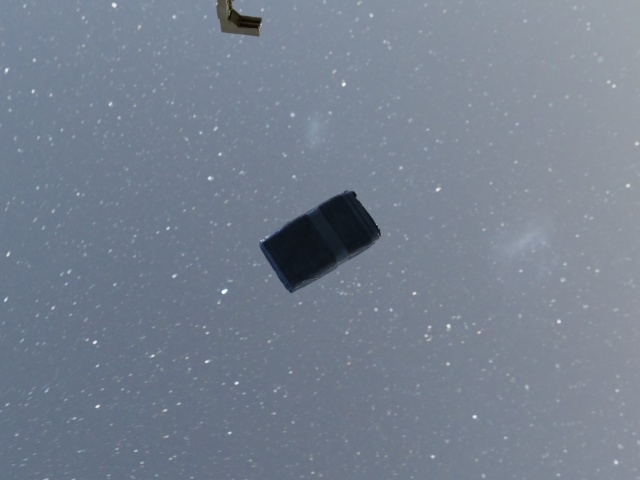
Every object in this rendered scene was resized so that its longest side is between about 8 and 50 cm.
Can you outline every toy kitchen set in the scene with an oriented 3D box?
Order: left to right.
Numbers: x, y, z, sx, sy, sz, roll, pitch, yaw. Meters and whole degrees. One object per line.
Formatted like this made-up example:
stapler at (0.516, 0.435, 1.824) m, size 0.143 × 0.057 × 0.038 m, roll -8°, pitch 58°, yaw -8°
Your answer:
toy kitchen set at (-0.144, -0.431, 1.166) m, size 0.075 × 0.083 × 0.068 m, roll 8°, pitch -118°, yaw 3°

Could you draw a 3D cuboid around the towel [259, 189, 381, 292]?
towel at (0.000, 0.000, 0.657) m, size 0.119 × 0.029 × 0.067 m, roll -30°, pitch -98°, yaw -21°
